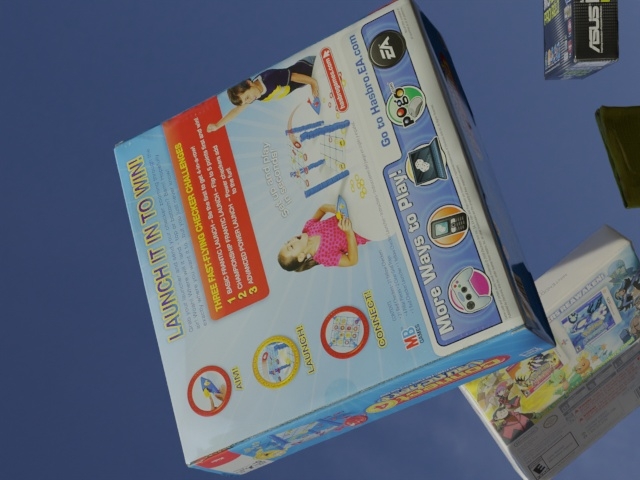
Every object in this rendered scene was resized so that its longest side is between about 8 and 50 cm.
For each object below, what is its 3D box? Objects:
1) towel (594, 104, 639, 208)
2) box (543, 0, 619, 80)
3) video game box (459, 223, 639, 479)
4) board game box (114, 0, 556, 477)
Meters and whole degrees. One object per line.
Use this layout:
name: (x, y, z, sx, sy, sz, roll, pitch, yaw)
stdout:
towel: (0.363, -0.083, 1.120, 0.237, 0.021, 0.102, -5, -117, -14)
box: (0.351, -0.338, 1.747, 0.060, 0.270, 0.216, -2, -87, 2)
video game box: (0.236, 0.115, 1.211, 0.205, 0.048, 0.187, -38, -51, -5)
board game box: (0.000, 0.000, 1.068, 0.086, 0.301, 0.308, 31, -141, -59)
